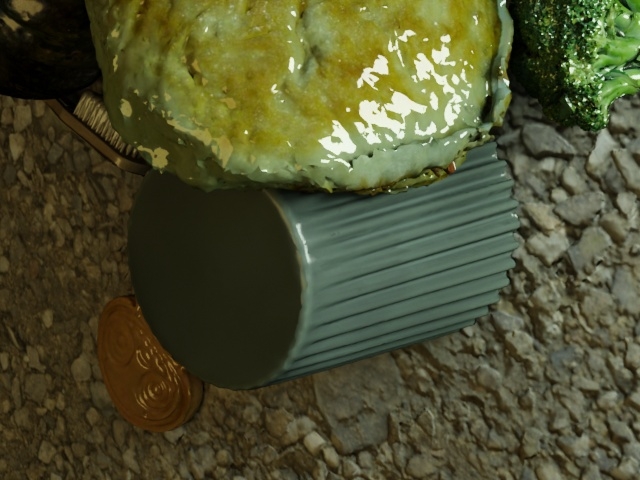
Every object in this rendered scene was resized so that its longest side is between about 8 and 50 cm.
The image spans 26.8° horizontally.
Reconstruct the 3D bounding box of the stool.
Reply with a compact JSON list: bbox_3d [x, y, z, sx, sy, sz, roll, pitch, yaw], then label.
[{"bbox_3d":[0.000,0.000,1.414,0.297,0.330,0.297,12,109,38],"label":"stool"}]

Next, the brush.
[{"bbox_3d":[-0.340,-0.195,1.841,0.327,0.070,0.065,37,104,30],"label":"brush"}]

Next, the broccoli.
[{"bbox_3d":[0.250,-0.196,1.266,0.156,0.195,0.195,17,113,16],"label":"broccoli"}]

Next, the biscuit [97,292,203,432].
[{"bbox_3d":[-0.218,0.143,1.834,0.202,0.044,0.288,55,131,16],"label":"biscuit"}]

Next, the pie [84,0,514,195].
[{"bbox_3d":[-0.031,-0.210,1.257,0.180,0.418,0.395,124,146,-62],"label":"pie"}]

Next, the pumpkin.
[{"bbox_3d":[-0.374,-0.340,1.731,0.321,0.192,0.320,3,95,37],"label":"pumpkin"}]
